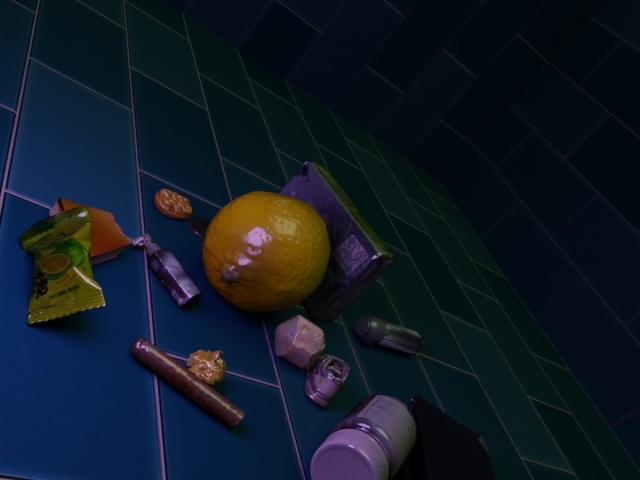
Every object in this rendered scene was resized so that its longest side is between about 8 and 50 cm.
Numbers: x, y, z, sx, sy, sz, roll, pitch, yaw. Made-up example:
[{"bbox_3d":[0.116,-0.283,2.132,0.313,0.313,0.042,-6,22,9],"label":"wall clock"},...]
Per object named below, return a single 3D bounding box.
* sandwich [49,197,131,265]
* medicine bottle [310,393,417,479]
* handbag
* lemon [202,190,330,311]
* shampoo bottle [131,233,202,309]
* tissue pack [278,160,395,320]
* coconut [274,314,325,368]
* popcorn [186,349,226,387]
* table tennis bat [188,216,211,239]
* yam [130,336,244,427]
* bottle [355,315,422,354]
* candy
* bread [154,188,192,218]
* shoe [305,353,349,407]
[{"bbox_3d":[-0.487,0.005,1.374,0.162,0.058,0.193,20,32,-44],"label":"sandwich"},{"bbox_3d":[0.098,0.454,1.385,0.165,0.165,0.273,47,24,11],"label":"medicine bottle"},{"bbox_3d":[0.309,0.575,1.558,0.303,0.122,0.329,38,23,-27],"label":"handbag"},{"bbox_3d":[-0.131,0.027,1.596,0.336,0.336,0.336,35,23,-17],"label":"lemon"},{"bbox_3d":[-0.358,0.067,1.478,0.208,0.057,0.063,48,30,18],"label":"shampoo bottle"},{"bbox_3d":[0.000,0.000,1.887,0.124,0.288,0.394,12,36,-55],"label":"tissue pack"},{"bbox_3d":[-0.059,0.245,1.575,0.122,0.116,0.116,33,24,-23],"label":"coconut"},{"bbox_3d":[-0.232,0.269,1.327,0.084,0.084,0.084,35,23,-17],"label":"popcorn"},{"bbox_3d":[-0.308,-0.033,1.800,0.087,0.013,0.156,51,24,22],"label":"table tennis bat"},{"bbox_3d":[-0.264,0.279,1.257,0.264,0.046,0.046,39,22,-9],"label":"yam"},{"bbox_3d":[0.211,0.301,1.971,0.253,0.079,0.096,25,66,-39],"label":"bottle"},{"bbox_3d":[-0.493,0.053,1.212,0.069,0.149,0.246,72,-5,-49],"label":"candy"},{"bbox_3d":[-0.398,-0.097,1.726,0.110,0.044,0.083,23,30,-45],"label":"bread"},{"bbox_3d":[0.020,0.326,1.579,0.089,0.092,0.180,38,22,-8],"label":"shoe"}]
